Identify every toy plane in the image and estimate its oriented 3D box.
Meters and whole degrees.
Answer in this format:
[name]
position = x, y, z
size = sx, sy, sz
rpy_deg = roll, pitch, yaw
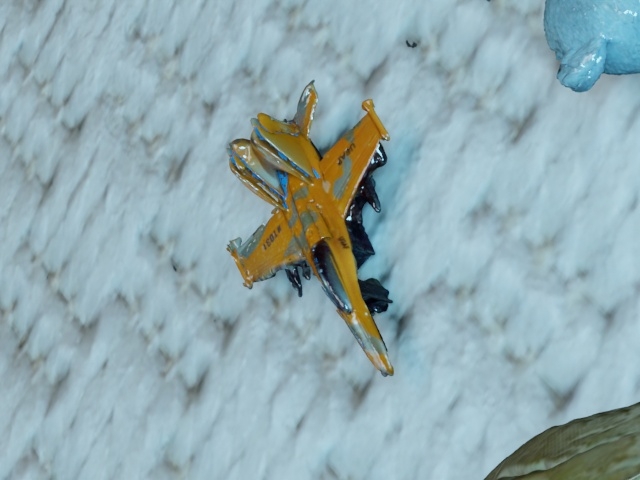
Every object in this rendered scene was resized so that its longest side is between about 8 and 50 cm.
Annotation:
[toy plane]
position = 0.008, 0.001, 1.093
size = 0.135, 0.062, 0.188
rpy_deg = -48, 59, 28

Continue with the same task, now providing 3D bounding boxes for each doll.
[doll]
position = 0.187, -0.125, 0.915
size = 0.180, 0.075, 0.120
rpy_deg = -21, 21, 23

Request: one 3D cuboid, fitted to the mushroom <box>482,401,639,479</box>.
[mushroom]
position = 0.120, 0.149, 0.865
size = 0.286, 0.156, 0.151
rpy_deg = -51, 17, 24
